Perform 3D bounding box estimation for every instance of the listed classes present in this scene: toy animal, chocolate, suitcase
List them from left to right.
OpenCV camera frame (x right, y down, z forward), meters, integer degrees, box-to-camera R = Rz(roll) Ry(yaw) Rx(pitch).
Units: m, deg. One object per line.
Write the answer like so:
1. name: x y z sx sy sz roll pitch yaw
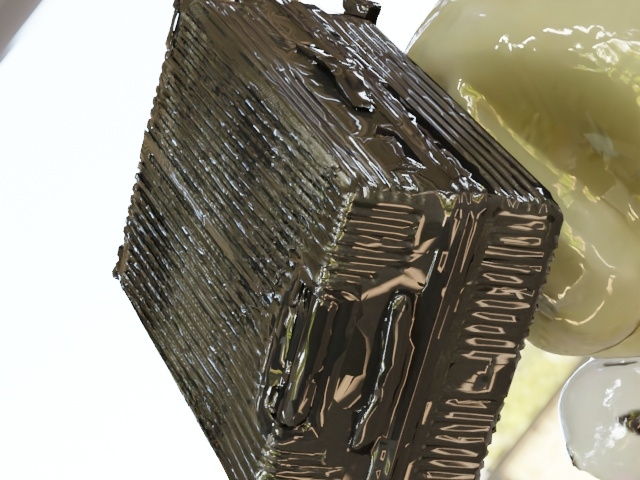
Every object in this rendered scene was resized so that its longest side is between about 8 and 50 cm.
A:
1. suitcase: 0.000 0.000 1.206 0.152 0.335 0.230 4 -66 -25
2. chocolate: 0.181 -0.086 1.360 0.297 0.326 0.314 -34 -27 -41
3. toy animal: 0.293 0.135 1.716 0.179 0.138 0.166 -4 -26 -38
